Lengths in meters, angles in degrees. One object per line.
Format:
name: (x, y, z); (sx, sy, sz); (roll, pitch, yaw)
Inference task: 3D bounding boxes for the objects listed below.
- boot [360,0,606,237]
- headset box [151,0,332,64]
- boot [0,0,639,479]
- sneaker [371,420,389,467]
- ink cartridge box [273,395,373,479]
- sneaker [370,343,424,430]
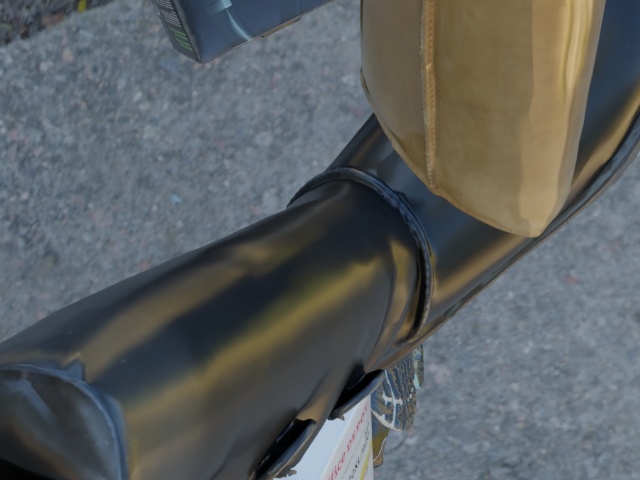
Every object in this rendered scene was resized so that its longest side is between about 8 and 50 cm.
boot: (0.086, -0.079, 0.370); (0.089, 0.269, 0.236); (-23, 62, -9)
headset box: (-0.089, -0.361, 1.182); (0.246, 0.131, 0.283); (-29, 115, -11)
boot: (-0.001, 0.002, 0.526); (0.146, 0.367, 0.445); (41, 29, 16)
sneaker: (0.063, 0.217, 1.560); (0.090, 0.081, 0.232); (40, 49, -42)
ink cartridge box: (-0.049, 0.253, 1.078); (0.168, 0.232, 0.171); (10, 39, 18)
sneaker: (0.048, 0.152, 1.219); (0.122, 0.283, 0.110); (-5, 91, 11)
